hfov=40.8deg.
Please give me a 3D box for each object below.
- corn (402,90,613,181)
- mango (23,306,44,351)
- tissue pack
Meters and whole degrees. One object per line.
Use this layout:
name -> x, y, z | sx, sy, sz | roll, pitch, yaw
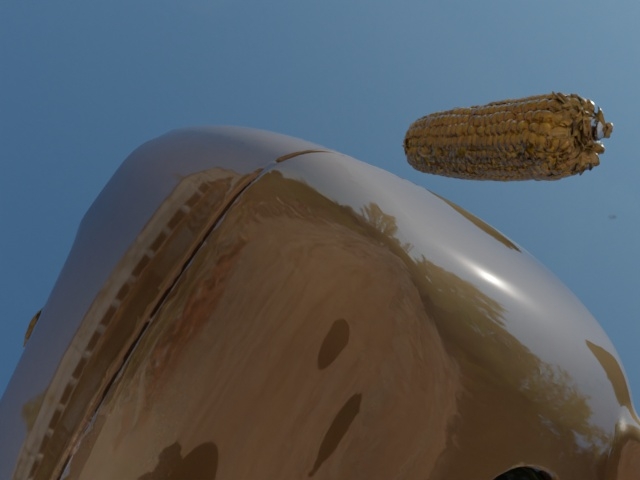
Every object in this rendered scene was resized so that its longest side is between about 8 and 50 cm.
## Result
corn -> 0.236, -0.129, 1.140 | 0.318, 0.115, 0.115 | 4, -99, 55
mango -> -0.209, 0.157, 0.864 | 0.248, 0.151, 0.156 | 46, -67, 27
tissue pack -> -0.026, 0.151, 0.437 | 0.277, 0.267, 0.387 | 27, -88, 50
